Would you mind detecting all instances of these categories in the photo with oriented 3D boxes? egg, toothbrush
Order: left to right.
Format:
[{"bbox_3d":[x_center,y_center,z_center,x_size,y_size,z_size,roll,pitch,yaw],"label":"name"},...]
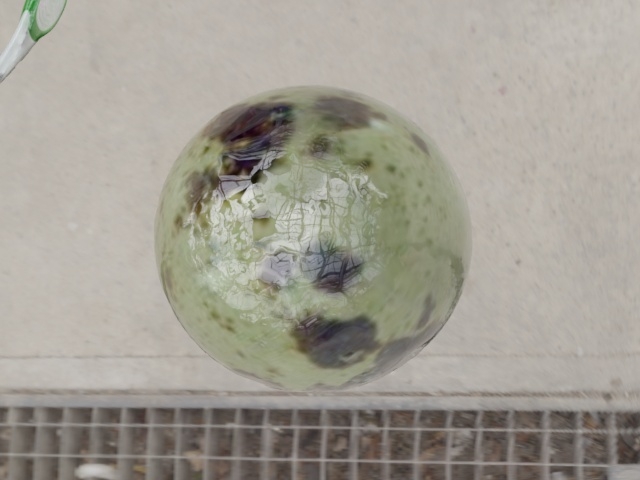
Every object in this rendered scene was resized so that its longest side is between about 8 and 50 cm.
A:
[{"bbox_3d":[-0.171,-0.155,0.829,0.030,0.030,0.304,21,57,17],"label":"toothbrush"},{"bbox_3d":[0.000,0.000,1.476,0.345,0.428,0.345,-1,87,21],"label":"egg"}]
